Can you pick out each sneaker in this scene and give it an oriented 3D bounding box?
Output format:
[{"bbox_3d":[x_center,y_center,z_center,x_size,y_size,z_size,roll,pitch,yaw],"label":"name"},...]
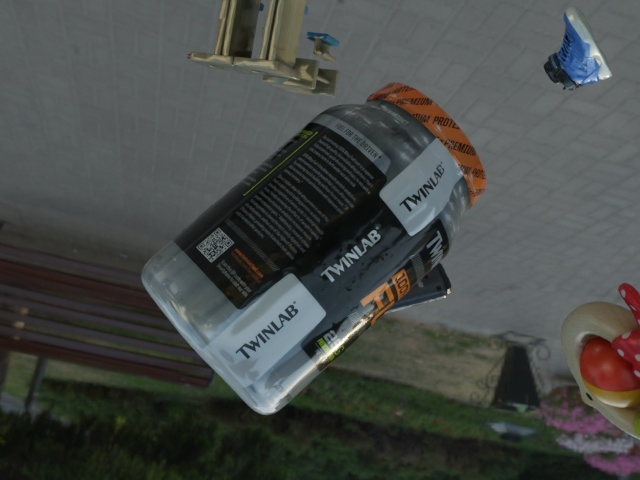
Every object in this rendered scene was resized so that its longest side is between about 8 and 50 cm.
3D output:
[{"bbox_3d":[0.367,-0.275,1.092,0.085,0.058,0.152,-23,146,27],"label":"sneaker"}]

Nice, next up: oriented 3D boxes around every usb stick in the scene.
[{"bbox_3d":[0.068,0.091,1.171,0.278,0.077,0.045,-13,134,-9],"label":"usb stick"}]

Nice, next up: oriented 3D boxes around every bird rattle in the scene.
[{"bbox_3d":[0.322,0.142,0.755,0.253,0.143,0.207,58,165,-26],"label":"bird rattle"}]

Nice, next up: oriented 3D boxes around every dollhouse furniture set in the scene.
[{"bbox_3d":[-0.061,-0.270,0.952,0.129,0.129,0.184,12,-175,22],"label":"dollhouse furniture set"}]

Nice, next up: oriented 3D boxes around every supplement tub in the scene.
[{"bbox_3d":[0.000,0.000,0.731,0.193,0.316,0.193,46,171,9],"label":"supplement tub"}]
